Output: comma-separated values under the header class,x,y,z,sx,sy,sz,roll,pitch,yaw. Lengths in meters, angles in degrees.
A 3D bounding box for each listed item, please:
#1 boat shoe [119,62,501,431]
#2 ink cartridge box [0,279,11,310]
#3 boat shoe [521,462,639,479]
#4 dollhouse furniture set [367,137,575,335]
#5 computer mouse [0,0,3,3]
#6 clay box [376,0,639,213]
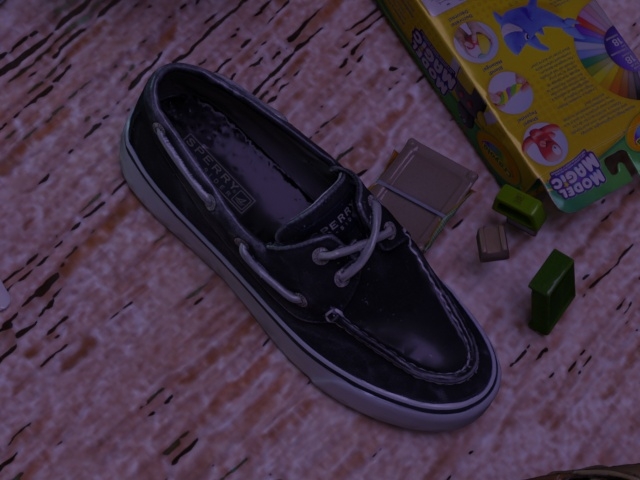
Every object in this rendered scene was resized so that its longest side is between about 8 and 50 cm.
class,x,y,z,sx,sy,sz,roll,pitch,yaw
boat shoe,0.000,0.000,1.152,0.301,0.102,0.108,44,63,6
ink cartridge box,-0.270,-0.027,1.111,0.104,0.060,0.180,-25,76,-24
boat shoe,0.171,0.194,1.100,0.324,0.120,0.122,-7,70,-24
dollhouse furniture set,0.101,-0.001,1.227,0.151,0.058,0.076,29,69,20
computer mouse,-0.292,-0.166,1.176,0.193,0.042,0.106,-22,74,-23
clay box,0.147,-0.123,1.275,0.127,0.053,0.222,-27,78,-24
